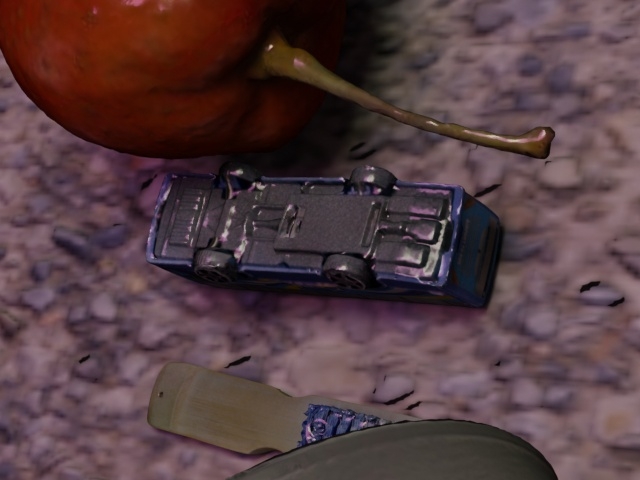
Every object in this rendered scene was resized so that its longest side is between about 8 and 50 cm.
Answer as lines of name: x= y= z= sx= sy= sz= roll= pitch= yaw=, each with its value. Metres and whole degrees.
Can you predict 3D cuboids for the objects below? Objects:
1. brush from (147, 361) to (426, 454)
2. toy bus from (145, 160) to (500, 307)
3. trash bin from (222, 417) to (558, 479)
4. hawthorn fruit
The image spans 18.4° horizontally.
brush: x=-0.012 y=0.080 z=0.837 sx=0.178 sy=0.030 sz=0.033 roll=10 pitch=88 yaw=39
toy bus: x=0.000 y=0.000 z=0.838 sx=0.153 sy=0.061 sz=0.051 roll=3 pitch=72 yaw=36
trash bin: x=0.044 y=0.220 z=0.613 sx=0.277 sy=0.217 sz=0.262 roll=-50 pitch=50 yaw=23
hawthorn fruit: x=-0.026 y=-0.078 z=0.814 sx=0.165 sy=0.165 sz=0.285 roll=-54 pitch=45 yaw=6
